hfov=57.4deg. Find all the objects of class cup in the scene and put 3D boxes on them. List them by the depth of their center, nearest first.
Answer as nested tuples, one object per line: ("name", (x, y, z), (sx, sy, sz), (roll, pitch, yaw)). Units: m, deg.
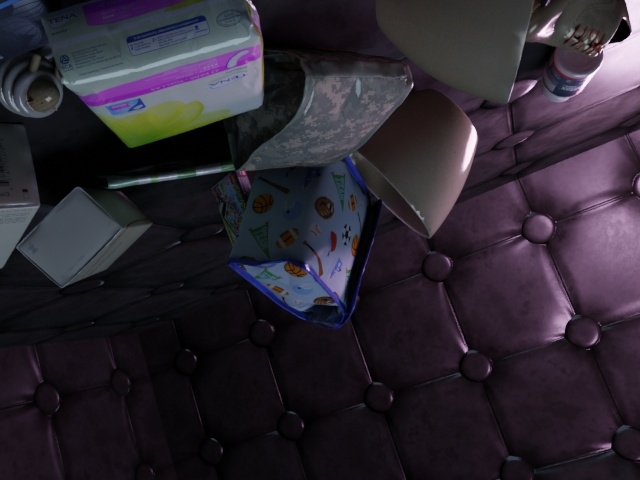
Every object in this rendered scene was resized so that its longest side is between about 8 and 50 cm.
("cup", (0.215, -0.204, 1.338), (0.237, 0.331, 0.331), (-44, 168, -1))

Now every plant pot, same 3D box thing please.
("plant pot", (0.178, -0.336, 0.762), (0.190, 0.284, 0.284), (12, 174, 12))

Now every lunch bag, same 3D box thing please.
("lunch bag", (-0.010, -0.244, 1.022), (0.235, 0.169, 0.287), (-9, 170, -37))
("lunch bag", (0.000, 0.000, 1.382), (0.238, 0.328, 0.385), (4, 153, 26))

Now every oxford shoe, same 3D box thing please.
("oxford shoe", (0.468, -0.396, 1.051), (0.348, 0.130, 0.123), (-25, 169, -34))

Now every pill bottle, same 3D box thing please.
("pill bottle", (0.594, -0.405, 1.402), (0.107, 0.108, 0.180), (-20, 169, 4))

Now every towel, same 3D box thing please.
("towel", (-0.272, -0.146, 1.165), (0.324, 0.038, 0.248), (-13, -168, -25))

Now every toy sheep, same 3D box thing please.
("toy sheep", (-0.382, -0.206, 0.759), (0.091, 0.132, 0.091), (-34, 140, -34))

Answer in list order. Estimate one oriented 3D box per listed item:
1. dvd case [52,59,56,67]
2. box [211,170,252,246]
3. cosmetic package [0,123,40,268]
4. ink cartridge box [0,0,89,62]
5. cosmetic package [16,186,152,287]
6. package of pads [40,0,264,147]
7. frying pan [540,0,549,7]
("dvd case", (-0.238, -0.275, 0.849), (0.179, 0.030, 0.238), (-29, 165, 40))
("box", (-0.197, -0.063, 1.457), (0.036, 0.207, 0.114), (-12, 166, -46))
("cosmetic package", (-0.585, -0.061, 0.985), (0.129, 0.153, 0.296), (-7, 162, -41))
("ink cartridge box", (-0.330, -0.276, 0.621), (0.332, 0.065, 0.165), (-19, 169, 4))
("cosmetic package", (-0.457, -0.015, 1.179), (0.160, 0.113, 0.309), (-45, -172, -1))
("package of pads", (-0.187, -0.226, 0.760), (0.229, 0.101, 0.296), (-19, 178, -7))
("frying pan", (0.355, -0.459, 0.774), (0.197, 0.053, 0.326), (-57, 170, 9))
